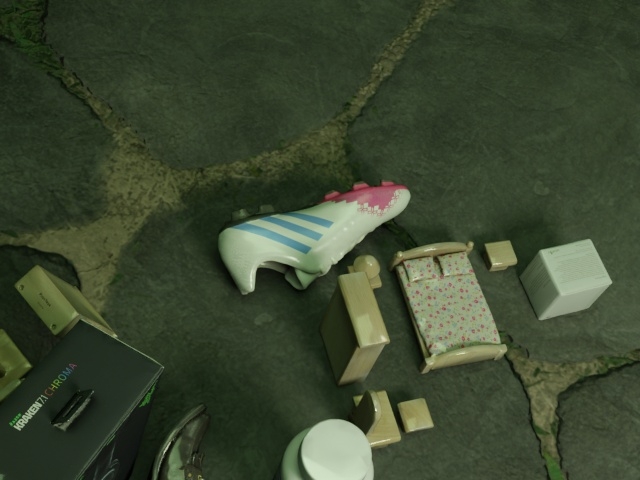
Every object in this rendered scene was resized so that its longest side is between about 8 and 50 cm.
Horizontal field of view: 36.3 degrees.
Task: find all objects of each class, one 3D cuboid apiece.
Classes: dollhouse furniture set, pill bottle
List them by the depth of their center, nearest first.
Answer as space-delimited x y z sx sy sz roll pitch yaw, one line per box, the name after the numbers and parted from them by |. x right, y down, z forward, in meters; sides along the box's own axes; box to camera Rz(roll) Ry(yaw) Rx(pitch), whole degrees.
0.003 0.321 1.311 0.124 0.221 0.124 5 60 -9 | pill bottle
-0.436 0.167 1.392 0.242 0.161 0.212 -42 74 -5 | dollhouse furniture set
0.197 0.127 1.489 0.356 0.173 0.303 -9 63 -16 | dollhouse furniture set

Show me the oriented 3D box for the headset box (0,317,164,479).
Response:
-0.328 0.272 1.209 0.131 0.283 0.246 29 43 6 | headset box

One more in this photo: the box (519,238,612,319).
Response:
0.401 0.065 1.605 0.102 0.101 0.087 -11 64 -17 | box

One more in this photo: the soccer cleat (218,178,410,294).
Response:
0.000 0.000 1.573 0.331 0.116 0.143 -14 80 -16 | soccer cleat

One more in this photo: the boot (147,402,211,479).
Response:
-0.142 0.380 1.339 0.229 0.091 0.262 26 64 -1 | boot
